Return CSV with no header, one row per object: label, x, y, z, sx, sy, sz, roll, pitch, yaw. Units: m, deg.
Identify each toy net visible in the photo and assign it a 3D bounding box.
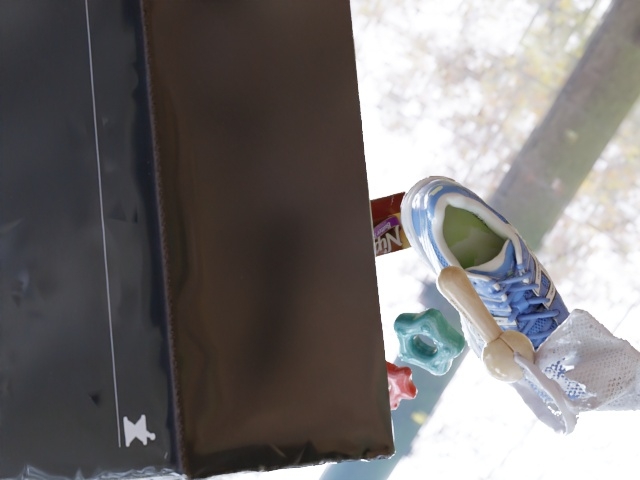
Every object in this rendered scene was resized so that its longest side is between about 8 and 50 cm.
toy net,0.067,0.069,0.839,0.232,0.122,0.045,18,-139,20

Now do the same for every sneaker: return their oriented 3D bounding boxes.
sneaker,0.135,0.042,1.149,0.211,0.080,0.081,49,176,-1

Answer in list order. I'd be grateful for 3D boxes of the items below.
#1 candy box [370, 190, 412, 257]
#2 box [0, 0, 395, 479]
candy box,0.000,0.000,1.333,0.109,0.187,0.053,-15,-90,-18
box,-0.089,-0.054,0.466,0.103,0.184,0.261,4,-102,-52
